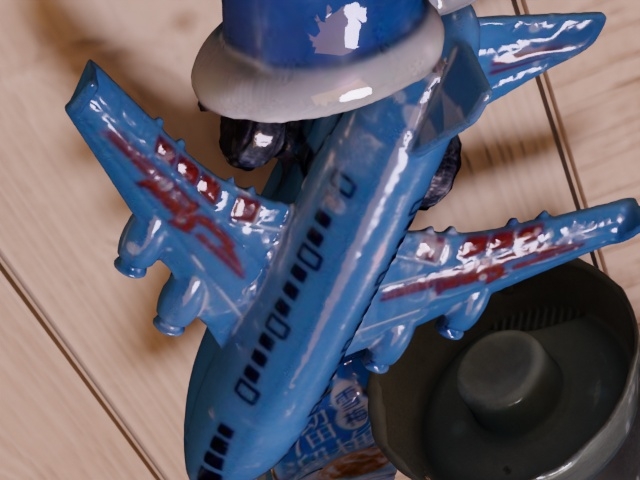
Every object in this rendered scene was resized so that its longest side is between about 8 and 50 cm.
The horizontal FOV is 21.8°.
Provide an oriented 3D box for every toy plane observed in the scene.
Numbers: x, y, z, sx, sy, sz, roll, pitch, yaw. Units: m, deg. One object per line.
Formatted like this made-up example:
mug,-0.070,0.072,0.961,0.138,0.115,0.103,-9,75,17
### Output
toy plane,0.000,0.000,0.690,0.254,0.105,0.271,13,131,-26

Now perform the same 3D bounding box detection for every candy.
candy,0.002,0.095,0.839,0.088,0.038,0.136,-16,141,-18

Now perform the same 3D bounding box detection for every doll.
doll,-0.008,-0.165,0.476,0.161,0.215,0.257,9,130,18

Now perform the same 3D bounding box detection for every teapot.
teapot,0.125,0.134,0.802,0.171,0.203,0.225,-8,139,30
